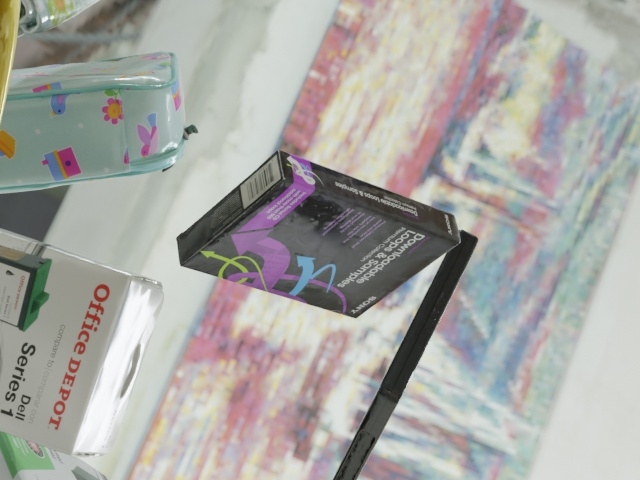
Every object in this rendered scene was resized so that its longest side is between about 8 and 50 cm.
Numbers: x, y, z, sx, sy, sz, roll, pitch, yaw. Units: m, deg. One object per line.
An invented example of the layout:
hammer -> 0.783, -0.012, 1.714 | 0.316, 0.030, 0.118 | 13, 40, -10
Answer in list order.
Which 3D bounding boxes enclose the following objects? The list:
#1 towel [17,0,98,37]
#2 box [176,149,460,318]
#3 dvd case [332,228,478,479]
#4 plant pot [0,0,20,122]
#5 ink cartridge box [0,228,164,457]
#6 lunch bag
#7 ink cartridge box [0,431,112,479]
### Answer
towel -> -0.293, -0.408, 1.512 | 0.090, 0.374, 0.320 | -9, -67, 29
box -> 0.000, 0.000, 0.987 | 0.162, 0.029, 0.116 | 17, -41, -37
dvd case -> 0.064, 0.124, 1.256 | 0.022, 0.180, 0.253 | 27, -35, 4
plant pot -> -0.325, -0.073, 0.840 | 0.239, 0.254, 0.254 | 15, -16, -6
ink cartridge box -> -0.264, 0.074, 1.211 | 0.219, 0.160, 0.092 | 17, -5, 12
lunch bag -> -0.270, -0.125, 1.508 | 0.279, 0.107, 0.224 | -7, 14, -3
ink cartridge box -> -0.235, 0.307, 1.352 | 0.289, 0.121, 0.211 | 46, 4, -45
